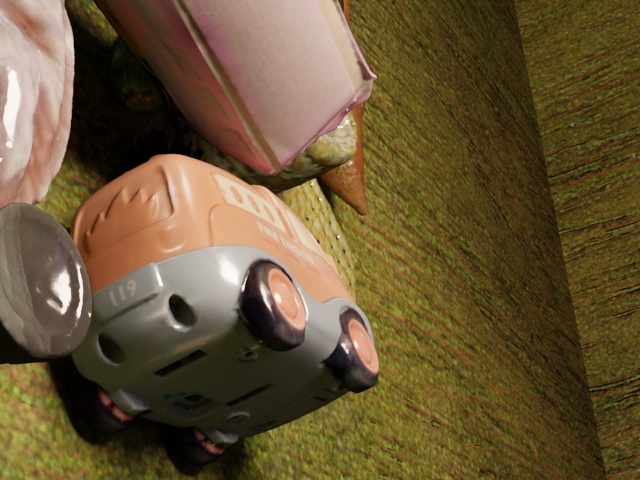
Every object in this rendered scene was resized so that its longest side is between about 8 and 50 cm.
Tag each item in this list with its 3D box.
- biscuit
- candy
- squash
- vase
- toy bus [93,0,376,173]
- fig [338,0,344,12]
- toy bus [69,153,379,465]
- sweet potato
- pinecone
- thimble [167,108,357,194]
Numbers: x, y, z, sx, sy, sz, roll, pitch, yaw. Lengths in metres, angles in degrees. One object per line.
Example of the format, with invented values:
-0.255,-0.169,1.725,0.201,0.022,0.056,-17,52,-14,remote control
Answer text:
0.001,0.000,1.445,0.203,0.016,0.144,63,24,-18,biscuit
-0.265,-0.132,0.763,0.214,0.157,0.290,26,56,-52,candy
-0.155,-0.193,1.165,0.077,0.068,0.219,23,36,1,squash
-0.230,0.054,0.595,0.115,0.237,0.115,48,32,-44,vase
-0.090,-0.223,0.943,0.162,0.171,0.386,33,-14,35,toy bus
-0.066,-0.288,1.421,0.133,0.184,0.127,-62,174,-27,fig
-0.094,0.047,1.005,0.287,0.194,0.232,32,32,-56,toy bus
0.013,-0.203,1.524,0.106,0.095,0.355,35,41,-49,sweet potato
-0.140,-0.067,1.105,0.083,0.077,0.077,56,25,-9,pinecone
-0.062,-0.132,1.237,0.190,0.143,0.137,44,36,-48,thimble
